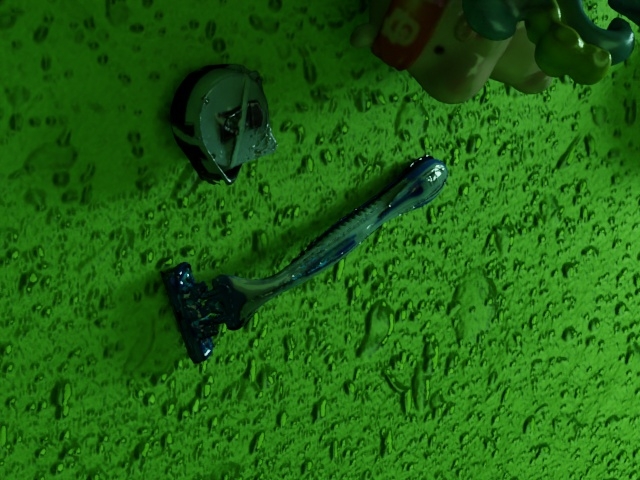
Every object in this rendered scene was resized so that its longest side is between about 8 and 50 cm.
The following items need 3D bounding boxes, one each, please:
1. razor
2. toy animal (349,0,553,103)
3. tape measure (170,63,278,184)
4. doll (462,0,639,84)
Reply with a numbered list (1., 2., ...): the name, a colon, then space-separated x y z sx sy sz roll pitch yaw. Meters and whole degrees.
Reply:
1. razor: 0.007 0.003 1.347 0.324 0.056 0.093 -30 119 -28
2. toy animal: 0.133 -0.213 1.311 0.197 0.171 0.171 -2 105 -42
3. tape measure: -0.084 -0.100 1.241 0.091 0.054 0.094 -39 127 -29
4. doll: 0.192 -0.271 1.219 0.346 0.099 0.341 33 55 2
